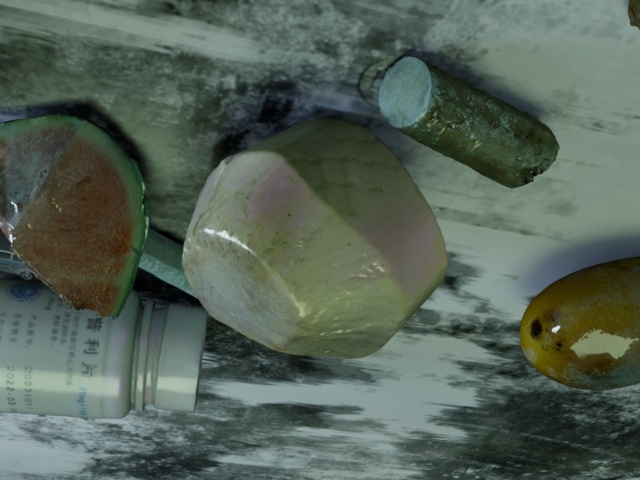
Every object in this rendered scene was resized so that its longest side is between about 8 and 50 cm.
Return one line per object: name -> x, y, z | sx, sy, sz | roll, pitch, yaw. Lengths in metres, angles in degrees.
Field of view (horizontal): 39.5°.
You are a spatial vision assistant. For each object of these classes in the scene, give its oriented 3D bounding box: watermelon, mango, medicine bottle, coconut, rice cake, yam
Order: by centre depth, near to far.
yam -> 0.143, -0.110, 0.852 | 0.179, 0.078, 0.078 | 23, 139, -28
coconut -> 0.000, 0.000, 0.896 | 0.259, 0.259, 0.259 | 0, 145, 0
watermelon -> -0.254, -0.043, 0.935 | 0.146, 0.128, 0.231 | -36, 132, -2
rice cake -> -0.175, 0.028, 1.077 | 0.042, 0.045, 0.245 | -26, 137, 34
mango -> 0.403, 0.097, 1.092 | 0.316, 0.146, 0.193 | -8, 153, 1
medicine bottle -> -0.296, 0.141, 1.130 | 0.292, 0.170, 0.170 | 7, 145, -8

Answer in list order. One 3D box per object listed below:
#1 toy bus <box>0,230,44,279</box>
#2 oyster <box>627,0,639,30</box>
toy bus -> -0.377, 0.013, 1.065 | 0.130, 0.037, 0.052 | 14, 138, -16
oyster -> 0.386, -0.250, 0.662 | 0.128, 0.079, 0.345 | 34, 136, -27
